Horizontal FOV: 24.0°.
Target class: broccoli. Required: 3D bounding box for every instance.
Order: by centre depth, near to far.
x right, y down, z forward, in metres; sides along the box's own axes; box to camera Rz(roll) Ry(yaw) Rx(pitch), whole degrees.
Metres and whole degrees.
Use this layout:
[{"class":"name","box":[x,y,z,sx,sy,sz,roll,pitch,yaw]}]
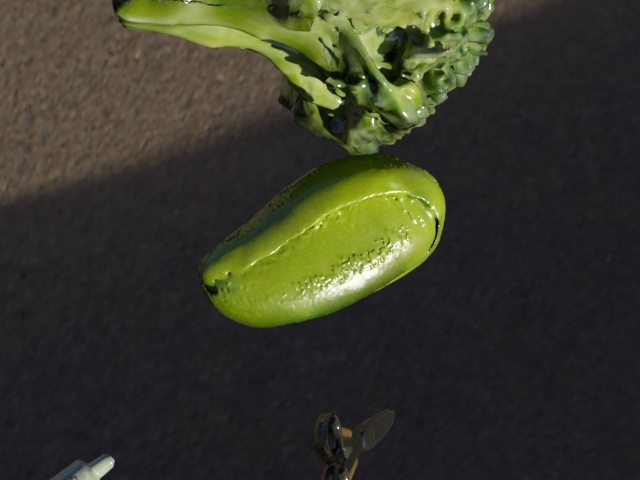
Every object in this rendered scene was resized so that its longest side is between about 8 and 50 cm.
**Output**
[{"class":"broccoli","box":[-0.011,-0.182,0.984,0.246,0.288,0.248,8,31,-14]}]

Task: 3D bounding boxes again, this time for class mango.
[{"class":"mango","box":[0.000,0.000,0.945,0.165,0.074,0.091,-20,104,-13]}]

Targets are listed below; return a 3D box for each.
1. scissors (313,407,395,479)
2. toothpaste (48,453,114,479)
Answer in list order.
[{"class":"scissors","box":[0.036,0.182,1.366,0.220,0.017,0.088,-20,101,-71]},{"class":"toothpaste","box":[-0.299,0.287,1.492,0.233,0.038,0.060,-38,77,-4]}]
